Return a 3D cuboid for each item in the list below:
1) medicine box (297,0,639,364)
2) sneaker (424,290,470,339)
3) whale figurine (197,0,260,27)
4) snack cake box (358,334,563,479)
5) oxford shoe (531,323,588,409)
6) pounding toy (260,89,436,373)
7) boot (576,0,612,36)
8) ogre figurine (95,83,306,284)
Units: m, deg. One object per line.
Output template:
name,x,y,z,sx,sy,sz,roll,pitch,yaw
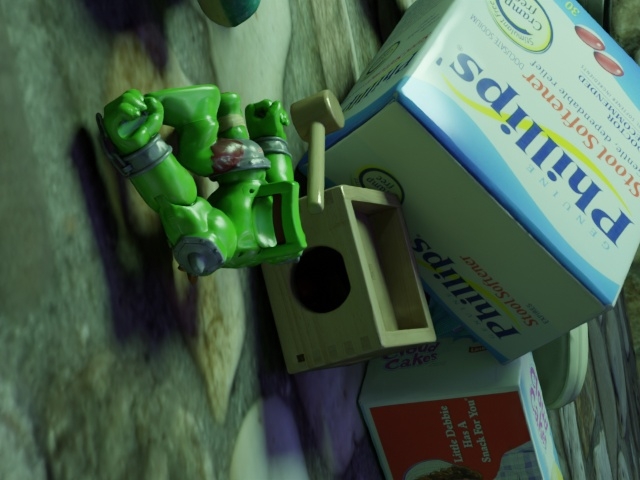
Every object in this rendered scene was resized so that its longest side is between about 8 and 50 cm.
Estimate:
medicine box,0.166,-0.088,1.227,0.263,0.149,0.289,43,46,-11
sneaker,0.125,0.099,1.456,0.098,0.083,0.224,-122,-167,-65
whale figurine,-0.048,-0.255,0.927,0.272,0.141,0.216,19,64,-70
snack cake box,0.147,0.220,1.308,0.089,0.152,0.264,-72,149,-54
oxford shoe,0.164,-0.027,1.434,0.130,0.169,0.449,-21,97,-29
pounding toy,-0.005,-0.006,1.050,0.181,0.094,0.206,4,70,-67
boot,0.220,-0.288,1.504,0.338,0.222,0.118,77,19,-70
ogre figurine,-0.064,-0.037,0.870,0.197,0.096,0.118,27,44,-82
